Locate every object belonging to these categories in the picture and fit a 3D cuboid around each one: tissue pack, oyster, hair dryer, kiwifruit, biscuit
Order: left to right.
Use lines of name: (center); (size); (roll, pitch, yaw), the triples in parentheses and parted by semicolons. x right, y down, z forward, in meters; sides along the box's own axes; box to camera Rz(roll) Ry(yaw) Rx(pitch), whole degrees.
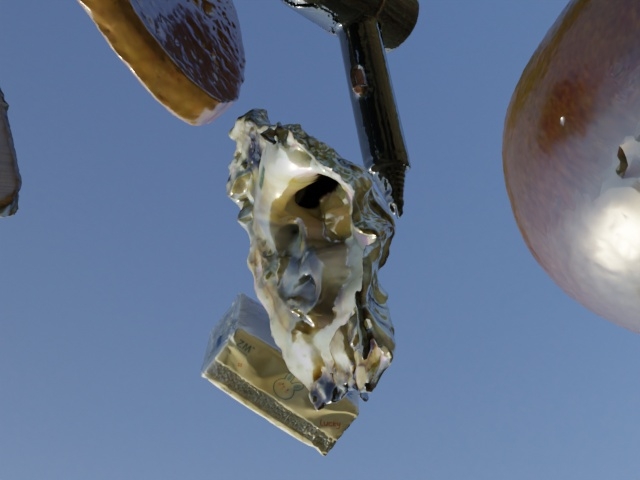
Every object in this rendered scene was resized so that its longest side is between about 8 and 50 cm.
biscuit: (-0.201, -0.306, 1.240); (0.062, 0.385, 0.365); (-27, -50, 17)
tissue pack: (-0.048, 0.170, 1.516); (0.196, 0.148, 0.092); (36, -76, -12)
oyster: (0.003, -0.002, 1.113); (0.107, 0.354, 0.201); (-9, -31, -28)
hair dryer: (0.050, -0.192, 1.379); (0.189, 0.107, 0.352); (20, -128, -50)
kiwifruit: (0.190, -0.053, 0.552); (0.196, 0.234, 0.196); (15, -123, -25)

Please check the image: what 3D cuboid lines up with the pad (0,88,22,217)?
pad: (-0.343, -0.129, 0.730); (0.286, 0.284, 0.018); (6, -45, -33)
